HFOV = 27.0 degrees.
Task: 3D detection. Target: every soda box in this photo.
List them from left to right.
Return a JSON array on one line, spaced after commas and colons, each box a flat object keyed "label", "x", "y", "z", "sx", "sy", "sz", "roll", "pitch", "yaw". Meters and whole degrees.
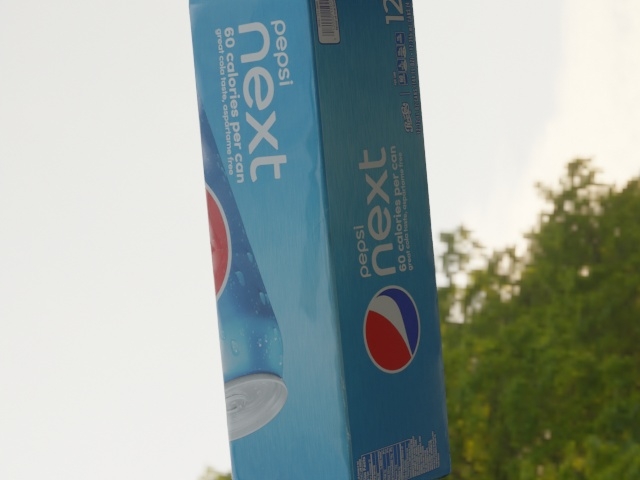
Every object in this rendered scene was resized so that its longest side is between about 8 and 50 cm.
[{"label": "soda box", "x": 0.000, "y": 0.000, "z": 0.554, "sx": 0.067, "sy": 0.071, "sz": 0.210, "roll": -8, "pitch": -85, "yaw": -47}]
